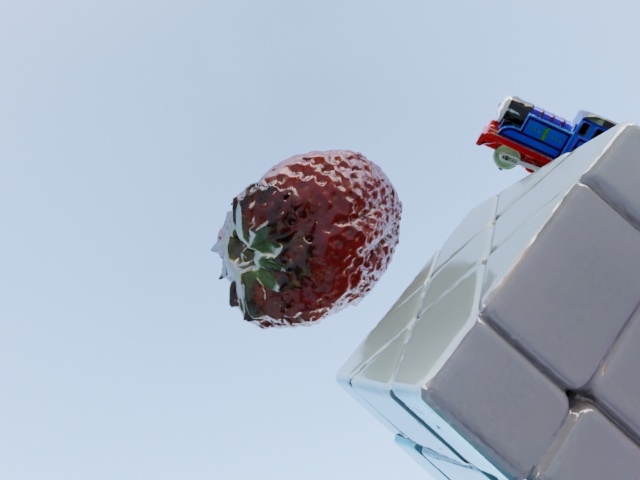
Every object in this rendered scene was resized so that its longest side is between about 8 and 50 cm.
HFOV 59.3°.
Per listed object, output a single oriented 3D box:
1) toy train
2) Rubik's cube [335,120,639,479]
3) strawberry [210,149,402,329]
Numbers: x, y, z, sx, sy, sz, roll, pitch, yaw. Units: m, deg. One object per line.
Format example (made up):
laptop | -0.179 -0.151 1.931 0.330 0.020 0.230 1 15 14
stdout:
toy train | 0.356 -0.152 0.869 0.204 0.083 0.131 27 -63 8
Rubik's cube | 0.253 0.133 0.589 0.316 0.322 0.319 42 -107 -1
strawberry | 0.000 0.000 0.840 0.288 0.250 0.239 -9 -98 -36
